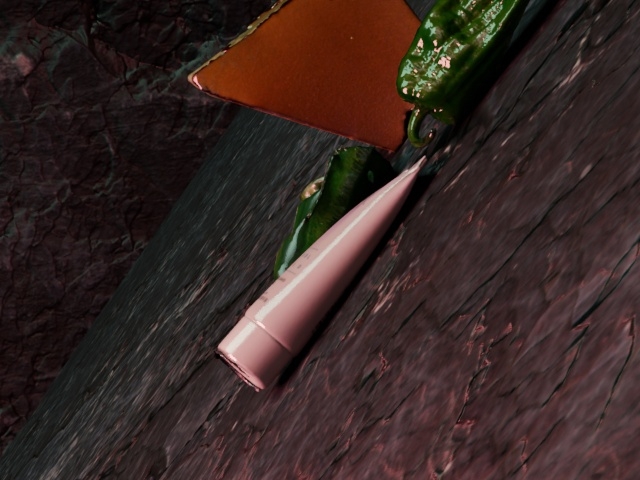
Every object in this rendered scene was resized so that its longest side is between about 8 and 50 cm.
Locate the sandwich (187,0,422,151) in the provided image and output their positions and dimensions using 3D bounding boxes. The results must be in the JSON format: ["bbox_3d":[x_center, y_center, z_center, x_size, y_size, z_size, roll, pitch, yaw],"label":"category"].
[{"bbox_3d":[0.005,-0.158,1.791,0.220,0.186,0.108,-37,8,-5],"label":"sandwich"}]

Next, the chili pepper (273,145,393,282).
[{"bbox_3d":[-0.002,-0.002,1.668,0.216,0.062,0.108,-61,6,-35],"label":"chili pepper"}]

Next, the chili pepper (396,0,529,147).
[{"bbox_3d":[0.148,-0.196,1.575,0.100,0.074,0.257,44,105,35],"label":"chili pepper"}]

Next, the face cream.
[{"bbox_3d":[0.007,0.024,1.561,0.243,0.058,0.092,-49,4,-10],"label":"face cream"}]
